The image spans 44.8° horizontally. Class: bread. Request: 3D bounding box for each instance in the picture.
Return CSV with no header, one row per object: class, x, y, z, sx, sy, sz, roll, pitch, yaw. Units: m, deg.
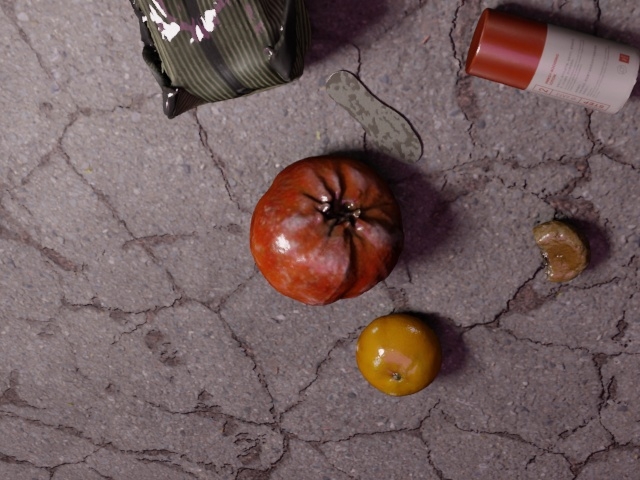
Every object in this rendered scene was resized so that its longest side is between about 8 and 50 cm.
bread,0.392,0.013,1.254,0.082,0.060,0.113,-12,122,17

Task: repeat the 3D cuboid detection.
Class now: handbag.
handbag,-0.153,-0.327,1.015,0.247,0.240,0.341,-17,118,14

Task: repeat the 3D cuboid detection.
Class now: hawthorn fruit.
hawthorn fruit,0.000,0.000,1.238,0.242,0.242,0.272,24,155,-7

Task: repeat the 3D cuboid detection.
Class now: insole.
insole,0.085,-0.189,1.204,0.193,0.006,0.065,41,121,-16

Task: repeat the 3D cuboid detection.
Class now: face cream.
face cream,0.317,-0.248,1.072,0.214,0.096,0.096,15,124,0

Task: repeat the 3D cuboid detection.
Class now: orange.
orange,0.139,0.206,1.385,0.156,0.124,0.156,3,126,4
